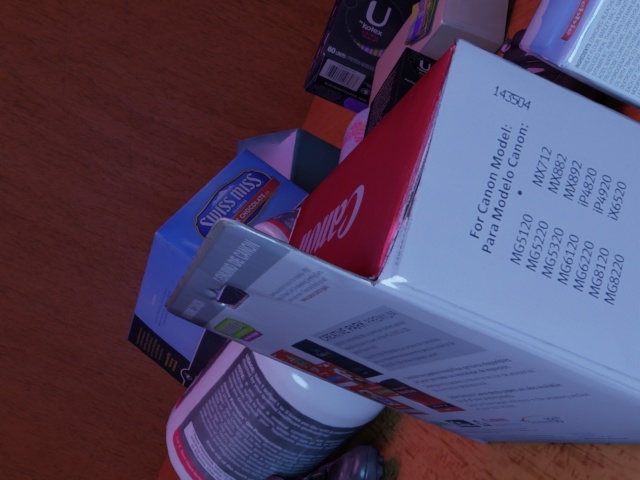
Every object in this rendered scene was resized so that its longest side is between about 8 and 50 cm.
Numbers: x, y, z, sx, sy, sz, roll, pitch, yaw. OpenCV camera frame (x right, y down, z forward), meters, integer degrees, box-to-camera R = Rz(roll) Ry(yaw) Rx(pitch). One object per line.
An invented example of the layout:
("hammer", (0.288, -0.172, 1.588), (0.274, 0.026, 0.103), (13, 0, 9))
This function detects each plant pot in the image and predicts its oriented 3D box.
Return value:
("plant pot", (-0.058, -0.055, 1.592), (0.165, 0.165, 0.235), (-4, 71, 43))

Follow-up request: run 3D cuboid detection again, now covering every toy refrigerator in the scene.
("toy refrigerator", (0.158, -0.253, 1.198), (0.269, 0.094, 0.102), (132, 151, -65))

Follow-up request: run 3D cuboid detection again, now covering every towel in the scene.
("towel", (0.128, -0.286, 1.123), (0.083, 0.009, 0.060), (180, 104, -77))

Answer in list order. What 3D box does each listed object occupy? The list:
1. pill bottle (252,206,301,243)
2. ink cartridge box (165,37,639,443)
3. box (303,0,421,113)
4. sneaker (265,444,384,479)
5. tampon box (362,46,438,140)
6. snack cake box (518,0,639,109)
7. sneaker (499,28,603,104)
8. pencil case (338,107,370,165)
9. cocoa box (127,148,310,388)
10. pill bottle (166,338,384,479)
("pill bottle", (0.000, 0.000, 1.209), (0.180, 0.108, 0.108), (-23, -19, -33))
("ink cartridge box", (0.063, 0.019, 0.529), (0.309, 0.271, 0.130), (142, 149, -71))
("box", (0.098, -0.382, 1.597), (0.143, 0.165, 0.271), (134, 156, -67))
("sneaker", (-0.018, 0.274, 0.895), (0.078, 0.106, 0.234), (-78, 15, -46))
("tampon box", (0.118, -0.115, 0.995), (0.101, 0.120, 0.161), (124, 166, -47))
("snack cake box", (0.230, -0.179, 0.422), (0.089, 0.152, 0.264), (-95, 29, -71))
("sneaker", (0.162, -0.098, 0.795), (0.147, 0.104, 0.295), (-67, 15, -11))
("pencil case", (0.079, -0.075, 1.133), (0.124, 0.114, 0.273), (-24, 27, 19))
("cocoa box", (-0.135, 0.076, 1.395), (0.231, 0.228, 0.347), (-48, -8, -37))
("pill bottle", (-0.028, 0.155, 0.964), (0.318, 0.176, 0.176), (-50, 18, 35))
